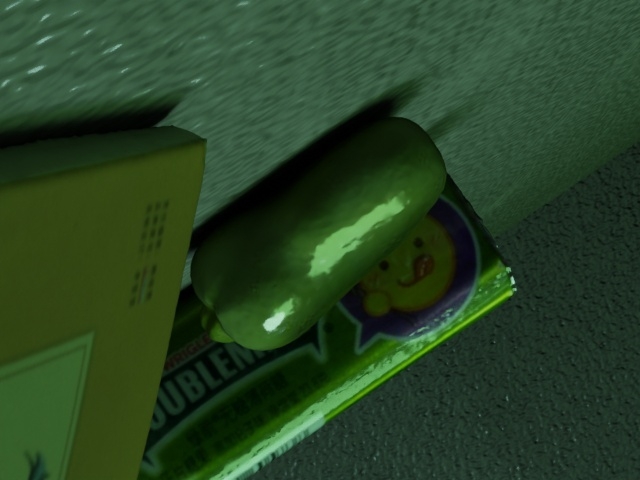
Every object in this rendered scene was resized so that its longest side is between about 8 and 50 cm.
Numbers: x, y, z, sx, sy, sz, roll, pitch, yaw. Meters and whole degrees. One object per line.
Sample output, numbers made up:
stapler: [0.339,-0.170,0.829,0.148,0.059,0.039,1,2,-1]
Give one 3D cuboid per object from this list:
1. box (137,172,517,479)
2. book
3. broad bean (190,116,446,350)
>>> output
box: [-0.038,0.079,1.090,0.346,0.134,0.097,-32,177,-13]
book: [-0.162,0.105,0.494,0.389,0.032,0.268,-18,127,-65]
broad bean: [0.000,0.000,0.930,0.174,0.082,0.124,-33,171,-3]
